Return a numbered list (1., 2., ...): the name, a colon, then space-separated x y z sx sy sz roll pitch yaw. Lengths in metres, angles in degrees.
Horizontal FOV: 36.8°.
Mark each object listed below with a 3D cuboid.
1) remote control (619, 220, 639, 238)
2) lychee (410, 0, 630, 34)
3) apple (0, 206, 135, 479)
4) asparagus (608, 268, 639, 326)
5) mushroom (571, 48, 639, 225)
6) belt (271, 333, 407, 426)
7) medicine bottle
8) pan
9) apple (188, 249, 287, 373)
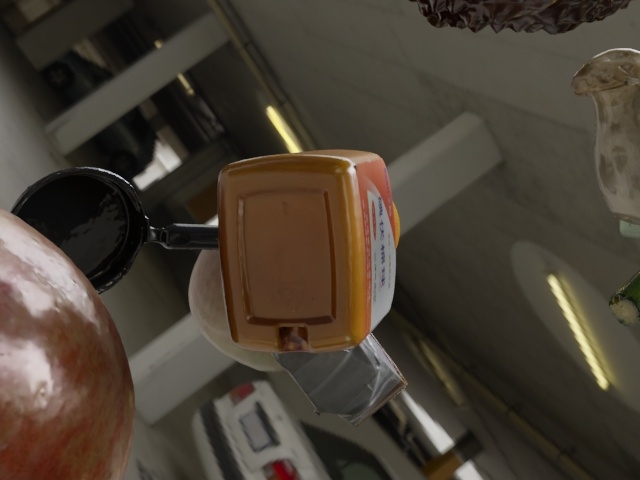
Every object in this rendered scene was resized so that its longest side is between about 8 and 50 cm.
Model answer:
1. remote control: 0.574 -0.037 1.494 0.038 0.098 0.233 10 2 -40
2. lychee: 0.140 -0.268 0.649 0.276 0.275 0.304 50 -41 26
3. apple: -0.303 0.120 0.763 0.344 0.269 0.345 22 -37 18
4. asparagus: 0.365 0.020 0.988 0.041 0.178 0.045 44 -22 16
5. mushroom: 0.352 -0.110 1.085 0.097 0.088 0.212 24 -46 59
6. belt: 0.005 0.117 1.159 0.261 0.105 0.184 53 2 -43
7. medicine bottle: 0.001 0.000 0.801 0.222 0.112 0.149 -27 115 -75
8. pan: -0.185 -0.005 0.912 0.028 0.235 0.136 40 -58 51
9. apple: -0.056 0.057 1.365 0.257 0.256 0.234 43 -55 54
